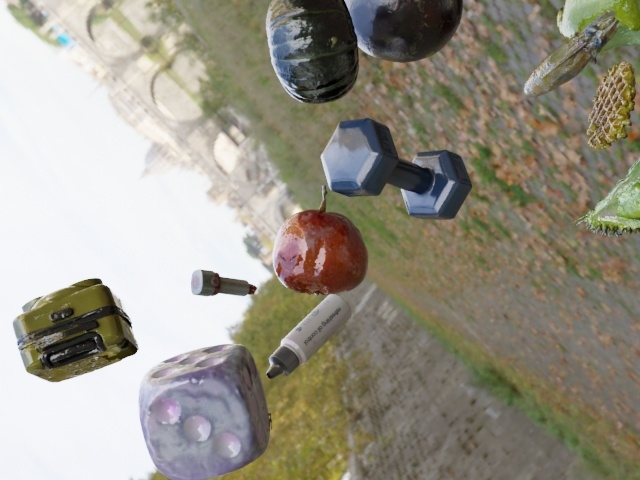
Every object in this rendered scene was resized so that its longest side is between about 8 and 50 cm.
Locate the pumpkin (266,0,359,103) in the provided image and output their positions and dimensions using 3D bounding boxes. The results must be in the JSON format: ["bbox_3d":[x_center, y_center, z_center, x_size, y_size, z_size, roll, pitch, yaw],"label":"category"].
[{"bbox_3d":[-0.013,-0.362,1.427,0.220,0.161,0.221,-8,-90,-89],"label":"pumpkin"}]

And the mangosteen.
[{"bbox_3d":[0.181,-0.534,1.710,0.288,0.288,0.288,46,180,0],"label":"mangosteen"}]

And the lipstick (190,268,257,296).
[{"bbox_3d":[-0.230,0.113,1.946,0.186,0.063,0.057,10,160,-39],"label":"lipstick"}]

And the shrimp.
[{"bbox_3d":[0.541,-0.392,1.642,0.077,0.168,0.317,54,157,1],"label":"shrimp"}]

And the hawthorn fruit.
[{"bbox_3d":[0.000,0.000,1.918,0.242,0.241,0.272,-131,37,-87],"label":"hawthorn fruit"}]

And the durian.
[{"bbox_3d":[0.818,-0.127,1.963,0.169,0.352,0.158,35,-138,-1],"label":"durian"}]

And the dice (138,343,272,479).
[{"bbox_3d":[-0.286,0.426,1.954,0.270,0.271,0.270,-74,-30,-82],"label":"dice"}]

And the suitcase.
[{"bbox_3d":[-0.456,0.169,1.459,0.235,0.193,0.143,103,146,-73],"label":"suitcase"}]

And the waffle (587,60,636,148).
[{"bbox_3d":[0.767,-0.354,2.050,0.051,0.232,0.228,13,177,-1],"label":"waffle"}]

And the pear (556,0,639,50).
[{"bbox_3d":[0.749,-0.603,2.055,0.281,0.176,0.286,4,166,45],"label":"pear"}]

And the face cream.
[{"bbox_3d":[-0.040,0.270,2.118,0.092,0.311,0.092,30,142,26],"label":"face cream"}]

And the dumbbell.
[{"bbox_3d":[0.154,-0.134,1.538,0.316,0.144,0.156,14,172,-43],"label":"dumbbell"}]
